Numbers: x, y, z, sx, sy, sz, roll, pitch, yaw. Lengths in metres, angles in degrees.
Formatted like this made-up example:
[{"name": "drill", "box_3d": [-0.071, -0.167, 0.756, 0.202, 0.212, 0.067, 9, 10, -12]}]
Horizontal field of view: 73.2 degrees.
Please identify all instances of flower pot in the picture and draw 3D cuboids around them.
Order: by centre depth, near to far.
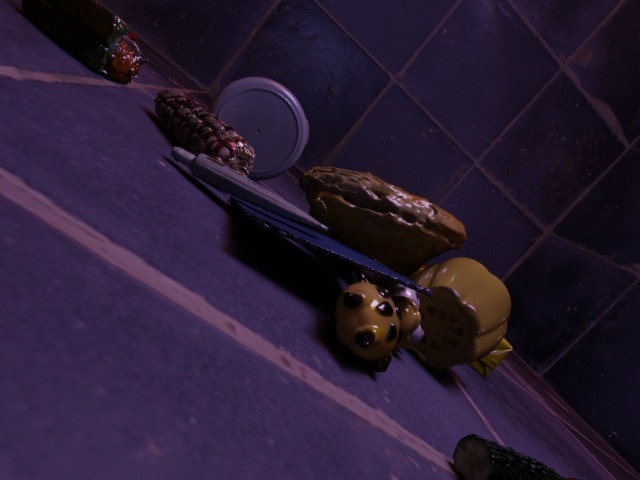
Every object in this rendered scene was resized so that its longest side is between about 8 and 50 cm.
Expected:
[{"name": "flower pot", "box_3d": [0.227, 0.133, 0.763, 0.195, 0.195, 0.179, 44, 21, 19]}]

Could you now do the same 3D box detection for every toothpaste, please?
[{"name": "toothpaste", "box_3d": [-0.104, -0.073, 0.641, 0.255, 0.037, 0.067, 27, -2, -4]}]

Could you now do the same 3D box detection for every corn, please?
[{"name": "corn", "box_3d": [-0.215, -0.188, 0.768, 0.280, 0.092, 0.092, 41, 7, 33]}]

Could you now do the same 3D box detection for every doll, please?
[{"name": "doll", "box_3d": [0.085, 0.105, 0.575, 0.291, 0.086, 0.117, 23, 55, -67]}]

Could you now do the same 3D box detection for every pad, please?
[{"name": "pad", "box_3d": [0.000, 0.000, 0.641, 0.269, 0.012, 0.269, 23, 3, -20]}]

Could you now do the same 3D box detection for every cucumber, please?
[{"name": "cucumber", "box_3d": [0.212, 0.253, 0.457, 0.187, 0.058, 0.058, 36, 10, -30]}]

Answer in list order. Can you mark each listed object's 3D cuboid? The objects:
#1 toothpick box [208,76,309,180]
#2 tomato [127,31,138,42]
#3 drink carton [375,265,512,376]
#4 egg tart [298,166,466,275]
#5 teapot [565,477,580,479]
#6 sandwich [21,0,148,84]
[{"name": "toothpick box", "box_3d": [-0.160, -0.262, 1.017, 0.229, 0.229, 0.316, 37, 7, -22]}, {"name": "tomato", "box_3d": [-0.581, -0.575, 1.173, 0.155, 0.069, 0.155, 38, 12, -10]}, {"name": "drink carton", "box_3d": [0.306, 0.175, 1.108, 0.351, 0.111, 0.154, 42, 9, 0]}, {"name": "egg tart", "box_3d": [0.112, -0.031, 0.928, 0.387, 0.169, 0.388, 21, 2, -1]}, {"name": "teapot", "box_3d": [0.365, 0.351, 0.552, 0.129, 0.078, 0.098, 38, 9, -18]}, {"name": "sandwich", "box_3d": [-0.425, -0.394, 0.804, 0.185, 0.109, 0.160, 41, 10, 0]}]
